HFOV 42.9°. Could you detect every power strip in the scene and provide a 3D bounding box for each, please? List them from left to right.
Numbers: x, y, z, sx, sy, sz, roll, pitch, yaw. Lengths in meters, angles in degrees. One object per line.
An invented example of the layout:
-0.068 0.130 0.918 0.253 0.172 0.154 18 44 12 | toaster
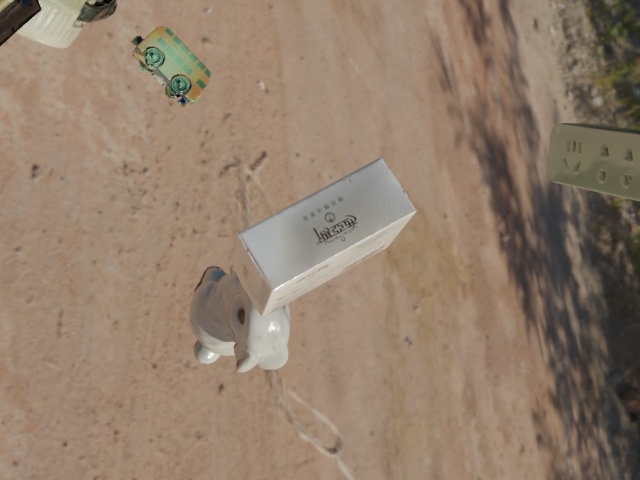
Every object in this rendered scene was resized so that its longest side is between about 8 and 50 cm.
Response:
0.434 -0.092 1.045 0.062 0.385 0.091 -2 103 -22 | power strip

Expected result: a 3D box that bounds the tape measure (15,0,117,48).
-0.338 -0.322 0.846 0.271 0.133 0.231 43 14 37 | tape measure

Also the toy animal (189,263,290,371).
-0.159 0.168 1.687 0.194 0.357 0.257 11 93 -20 | toy animal

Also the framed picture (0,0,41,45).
-0.265 -0.173 0.506 0.010 0.199 0.195 -7 71 -60 | framed picture

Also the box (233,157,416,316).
0.000 0.000 1.280 0.111 0.260 0.194 60 -16 11 | box

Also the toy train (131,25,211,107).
-0.326 -0.383 1.777 0.188 0.072 0.099 47 74 -14 | toy train
